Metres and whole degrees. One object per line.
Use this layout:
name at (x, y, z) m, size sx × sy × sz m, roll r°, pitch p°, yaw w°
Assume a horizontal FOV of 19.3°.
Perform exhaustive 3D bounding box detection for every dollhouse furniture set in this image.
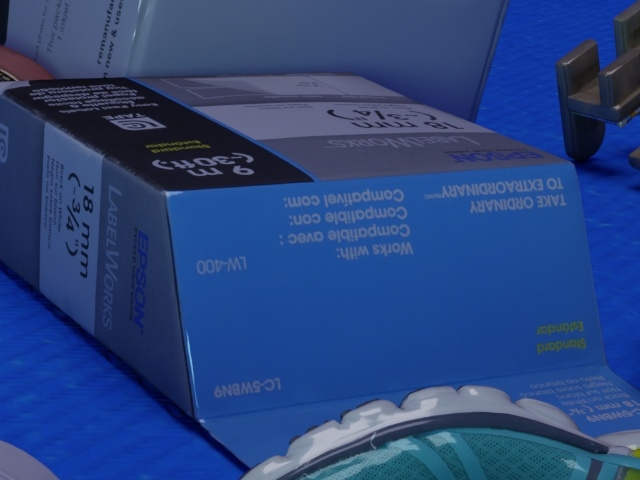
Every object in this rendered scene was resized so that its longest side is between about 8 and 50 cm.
dollhouse furniture set at (0.330, -0.088, 1.401) m, size 0.212 × 0.161 × 0.242 m, roll 20°, pitch 44°, yaw 39°

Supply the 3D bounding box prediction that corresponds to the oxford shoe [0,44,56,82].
oxford shoe at (-0.324, -0.093, 1.131) m, size 0.348 × 0.123 × 0.130 m, roll 12°, pitch 20°, yaw 20°

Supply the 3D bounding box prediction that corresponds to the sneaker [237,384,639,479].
sneaker at (0.090, 0.117, 0.623) m, size 0.275 × 0.107 × 0.110 m, roll 2°, pitch 27°, yaw -14°

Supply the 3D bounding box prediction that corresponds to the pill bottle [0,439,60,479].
pill bottle at (-0.127, 0.125, 0.476) m, size 0.117 × 0.117 × 0.215 m, roll 8°, pitch 17°, yaw 8°

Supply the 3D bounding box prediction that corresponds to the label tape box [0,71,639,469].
label tape box at (0.000, 0.000, 0.962) m, size 0.241 × 0.106 × 0.334 m, roll -5°, pitch 20°, yaw -31°

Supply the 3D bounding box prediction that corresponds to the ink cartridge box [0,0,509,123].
ink cartridge box at (-0.110, -0.171, 1.320) m, size 0.285 × 0.166 × 0.395 m, roll 7°, pitch 12°, yaw -39°
